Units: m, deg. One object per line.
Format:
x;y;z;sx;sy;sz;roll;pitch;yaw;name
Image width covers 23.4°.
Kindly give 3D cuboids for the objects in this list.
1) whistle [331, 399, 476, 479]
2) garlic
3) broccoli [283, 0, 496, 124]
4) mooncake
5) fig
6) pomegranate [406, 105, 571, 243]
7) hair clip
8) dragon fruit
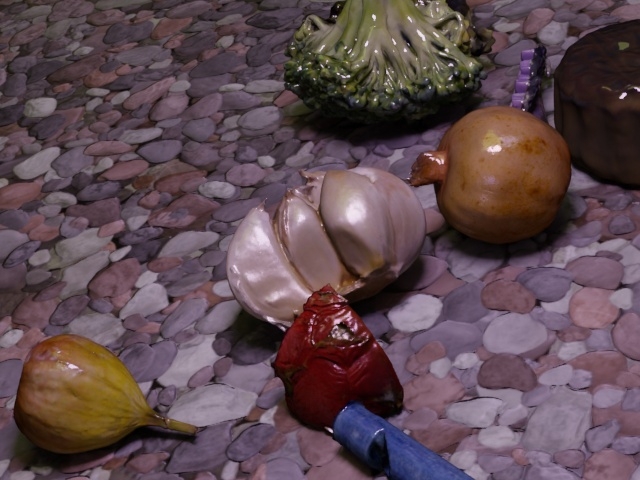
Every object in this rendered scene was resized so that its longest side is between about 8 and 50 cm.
0.126;0.276;1.807;0.062;0.062;0.304;-33;37;-23;whistle
0.007;-0.002;2.151;0.281;0.203;0.185;-29;-8;7;garlic
0.111;-0.310;2.536;0.324;0.272;0.334;21;24;-14;broccoli
0.486;-0.216;2.277;0.290;0.161;0.290;-10;33;7;mooncake
-0.278;0.213;2.029;0.257;0.159;0.159;16;42;14;fig
0.252;-0.095;2.163;0.207;0.207;0.207;-11;34;8;pomegranate
0.330;-0.219;2.406;0.084;0.106;0.292;5;40;7;hair clip
0.015;0.154;1.957;0.120;0.161;0.127;-29;24;-21;dragon fruit
